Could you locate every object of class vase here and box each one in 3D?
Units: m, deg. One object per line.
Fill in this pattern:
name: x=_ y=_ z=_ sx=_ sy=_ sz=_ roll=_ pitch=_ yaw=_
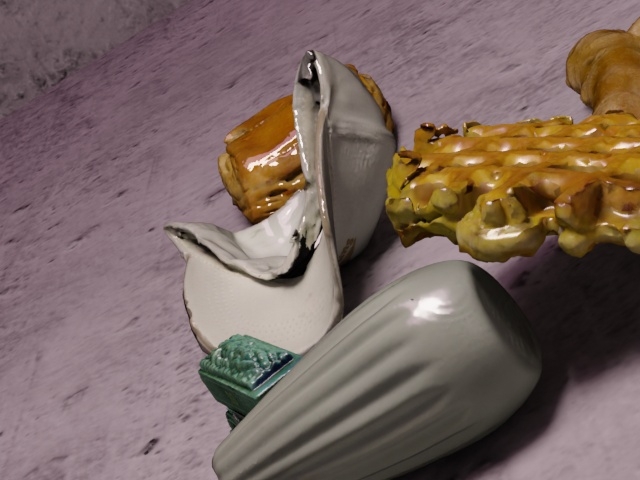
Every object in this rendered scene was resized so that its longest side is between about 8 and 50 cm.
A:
vase: x=0.034 y=0.117 z=1.269 sx=0.248 sy=0.128 sz=0.128 roll=-34 pitch=17 yaw=20

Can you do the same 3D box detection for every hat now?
hat: x=-0.006 y=-0.005 z=1.664 sx=0.258 sy=0.168 sz=0.301 roll=-49 pitch=33 yaw=31

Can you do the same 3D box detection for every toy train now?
toy train: x=-0.041 y=0.124 z=1.414 sx=0.070 sy=0.099 sz=0.172 roll=-38 pitch=17 yaw=-15

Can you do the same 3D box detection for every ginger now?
ginger: x=0.268 y=-0.125 z=1.585 sx=0.118 sy=0.065 sz=0.299 roll=-32 pitch=19 yaw=26

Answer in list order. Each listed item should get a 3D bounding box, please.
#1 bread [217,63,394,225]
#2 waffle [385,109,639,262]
bread: x=-0.021 y=-0.115 z=1.997 sx=0.210 sy=0.099 sz=0.235 roll=-32 pitch=18 yaw=4
waffle: x=0.193 y=-0.047 z=1.312 sx=0.302 sy=0.068 sz=0.325 roll=-6 pitch=14 yaw=-5
